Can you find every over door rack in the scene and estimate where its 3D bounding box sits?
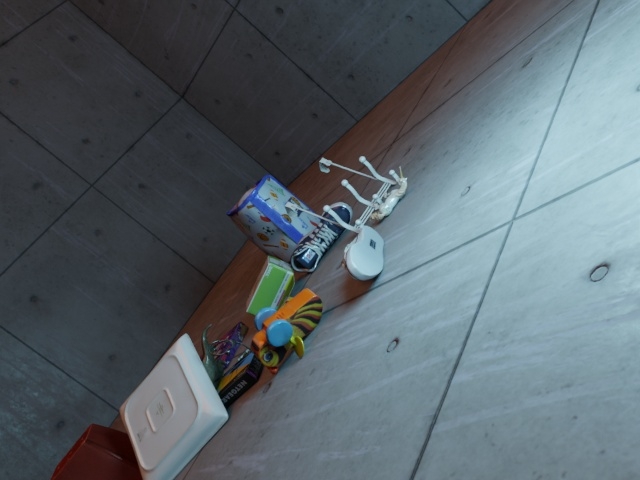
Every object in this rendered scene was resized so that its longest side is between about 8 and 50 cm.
[{"bbox_3d":[0.057,-0.161,1.957,0.324,0.108,0.239,16,59,37],"label":"over door rack"}]

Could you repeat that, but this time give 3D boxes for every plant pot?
[{"bbox_3d":[-0.710,0.750,1.966,0.267,0.235,0.267,-51,12,-9],"label":"plant pot"}]

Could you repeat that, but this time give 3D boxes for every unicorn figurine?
[{"bbox_3d":[0.206,-0.123,1.775,0.162,0.060,0.111,-68,14,-7],"label":"unicorn figurine"}]

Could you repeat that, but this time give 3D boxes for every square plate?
[{"bbox_3d":[-0.450,0.500,1.772,0.344,0.049,0.347,-48,47,9],"label":"square plate"}]

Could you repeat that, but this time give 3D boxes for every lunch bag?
[{"bbox_3d":[-0.165,-0.072,2.338,0.239,0.328,0.385,-49,9,-7],"label":"lunch bag"}]

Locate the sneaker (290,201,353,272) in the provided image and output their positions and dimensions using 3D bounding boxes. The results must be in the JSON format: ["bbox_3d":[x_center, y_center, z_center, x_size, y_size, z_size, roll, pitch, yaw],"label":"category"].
[{"bbox_3d":[0.000,0.000,2.035,0.282,0.099,0.153,-46,10,35],"label":"sneaker"}]

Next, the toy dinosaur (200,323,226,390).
[{"bbox_3d":[-0.340,0.415,1.853,0.160,0.121,0.314,-90,20,-74],"label":"toy dinosaur"}]

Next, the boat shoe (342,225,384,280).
[{"bbox_3d":[0.096,0.045,1.529,0.088,0.096,0.267,-49,9,23],"label":"boat shoe"}]

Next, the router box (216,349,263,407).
[{"bbox_3d":[-0.233,0.396,1.767,0.179,0.046,0.133,-44,12,26],"label":"router box"}]

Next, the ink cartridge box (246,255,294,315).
[{"bbox_3d":[-0.167,0.173,2.012,0.189,0.097,0.255,-64,9,7],"label":"ink cartridge box"}]

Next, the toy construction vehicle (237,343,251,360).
[{"bbox_3d":[-0.218,0.351,1.912,0.098,0.035,0.086,-48,0,-3],"label":"toy construction vehicle"}]

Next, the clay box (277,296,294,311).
[{"bbox_3d":[-0.088,0.229,1.738,0.127,0.053,0.222,-52,11,-12],"label":"clay box"}]

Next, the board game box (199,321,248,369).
[{"bbox_3d":[-0.410,0.458,2.259,0.347,0.056,0.208,-42,9,34],"label":"board game box"}]

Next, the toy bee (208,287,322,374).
[{"bbox_3d":[-0.121,0.255,1.581,0.298,0.162,0.195,-18,31,0],"label":"toy bee"}]
